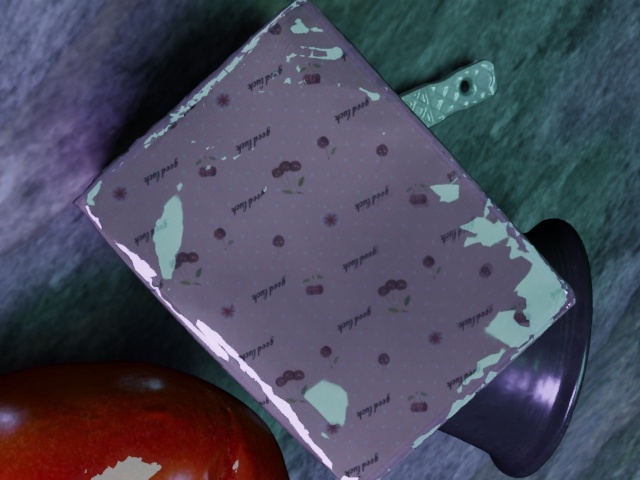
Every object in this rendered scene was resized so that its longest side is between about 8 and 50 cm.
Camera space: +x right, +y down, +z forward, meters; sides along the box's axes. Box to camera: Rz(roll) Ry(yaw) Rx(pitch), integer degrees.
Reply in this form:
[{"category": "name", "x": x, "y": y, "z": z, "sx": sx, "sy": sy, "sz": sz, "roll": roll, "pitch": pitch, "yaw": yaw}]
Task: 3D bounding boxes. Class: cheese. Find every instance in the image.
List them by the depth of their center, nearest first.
[{"category": "cheese", "x": 0.051, "y": -0.096, "z": 1.314, "sx": 0.251, "sy": 0.054, "sz": 0.127, "roll": -26, "pitch": 118, "yaw": -22}]

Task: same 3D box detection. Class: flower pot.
[{"category": "flower pot", "x": 0.128, "y": 0.082, "z": 1.346, "sx": 0.148, "sy": 0.235, "sz": 0.235, "roll": 12, "pitch": 101, "yaw": -14}]

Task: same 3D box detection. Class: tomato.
[{"category": "tomato", "x": -0.173, "y": 0.214, "z": 1.183, "sx": 0.298, "sy": 0.226, "sz": 0.298, "roll": -15, "pitch": 121, "yaw": -26}]

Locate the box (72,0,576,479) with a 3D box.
[{"category": "box", "x": 0.000, "y": 0.000, "z": 1.152, "sx": 0.225, "sy": 0.190, "sz": 0.297, "roll": -43, "pitch": 96, "yaw": 2}]
